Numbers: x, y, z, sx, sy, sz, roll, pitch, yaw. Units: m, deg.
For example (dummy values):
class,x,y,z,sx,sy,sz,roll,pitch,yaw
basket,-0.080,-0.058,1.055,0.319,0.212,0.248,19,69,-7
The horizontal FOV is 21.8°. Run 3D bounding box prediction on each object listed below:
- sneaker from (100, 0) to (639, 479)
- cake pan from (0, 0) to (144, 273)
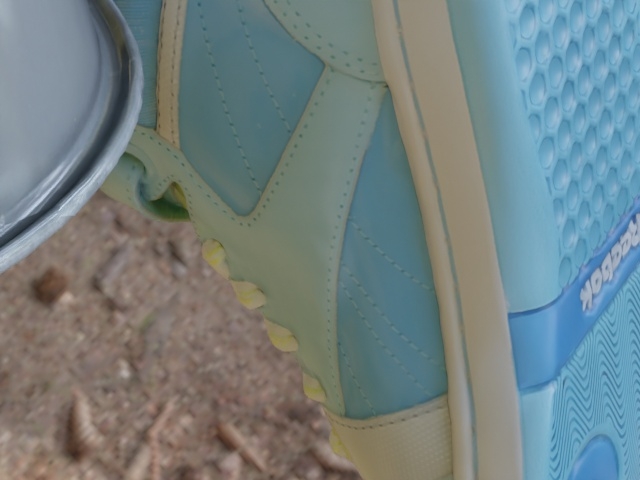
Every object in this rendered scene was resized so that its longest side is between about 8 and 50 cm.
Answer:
class,x,y,z,sx,sy,sz,roll,pitch,yaw
sneaker,0.000,0.000,0.552,0.127,0.208,0.319,-35,124,-51
cake pan,-0.186,-0.059,0.372,0.293,0.054,0.293,4,31,-2
